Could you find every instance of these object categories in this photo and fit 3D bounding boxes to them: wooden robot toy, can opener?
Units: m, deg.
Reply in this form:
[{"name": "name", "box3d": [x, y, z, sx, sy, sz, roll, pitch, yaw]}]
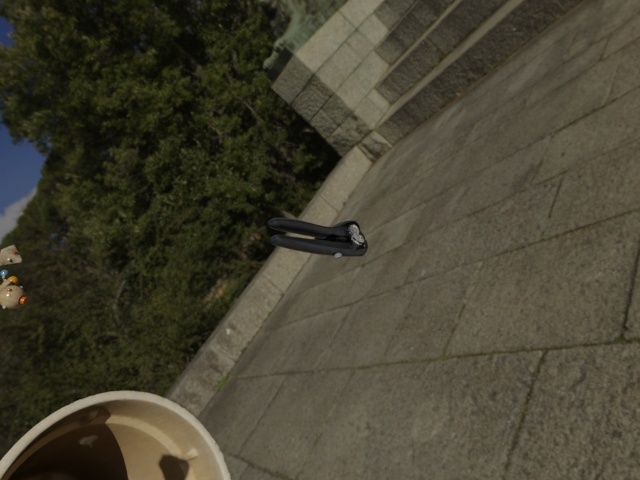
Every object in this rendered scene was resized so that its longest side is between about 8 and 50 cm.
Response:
[{"name": "wooden robot toy", "box3d": [-0.484, 0.079, 0.685, 0.173, 0.079, 0.076, -73, 5, -48]}, {"name": "can opener", "box3d": [0.000, 0.000, 0.675, 0.186, 0.059, 0.073, 5, -33, -47]}]

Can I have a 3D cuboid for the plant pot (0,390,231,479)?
[{"name": "plant pot", "box3d": [-0.345, 0.417, 0.644, 0.305, 0.334, 0.334, -31, 18, 34]}]
